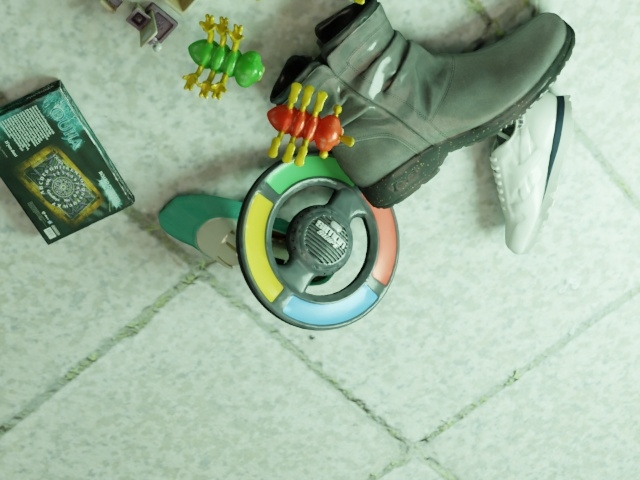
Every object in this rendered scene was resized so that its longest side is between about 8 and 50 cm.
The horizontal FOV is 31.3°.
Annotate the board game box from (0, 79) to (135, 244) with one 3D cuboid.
[{"bbox_3d":[-0.326,-0.093,1.398,0.126,0.026,0.186,-24,124,4],"label":"board game box"}]

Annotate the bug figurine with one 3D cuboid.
[{"bbox_3d":[-0.028,-0.235,1.285,0.216,0.072,0.279,22,99,0],"label":"bug figurine"}]

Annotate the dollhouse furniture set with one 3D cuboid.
[{"bbox_3d":[-0.176,-0.270,1.277,0.114,0.081,0.091,-43,121,17],"label":"dollhouse furniture set"}]

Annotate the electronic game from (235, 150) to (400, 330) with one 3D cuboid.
[{"bbox_3d":[0.000,0.000,1.450,0.229,0.048,0.229,2,85,-26],"label":"electronic game"}]

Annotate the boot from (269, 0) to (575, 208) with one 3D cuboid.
[{"bbox_3d":[0.123,-0.211,1.367,0.338,0.118,0.222,-40,112,6],"label":"boot"}]

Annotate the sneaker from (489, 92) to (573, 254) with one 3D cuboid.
[{"bbox_3d":[0.264,-0.090,1.498,0.095,0.090,0.235,7,119,-1],"label":"sneaker"}]

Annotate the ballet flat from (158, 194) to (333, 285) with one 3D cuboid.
[{"bbox_3d":[-0.086,0.004,1.475,0.247,0.087,0.083,14,121,-20],"label":"ballet flat"}]
